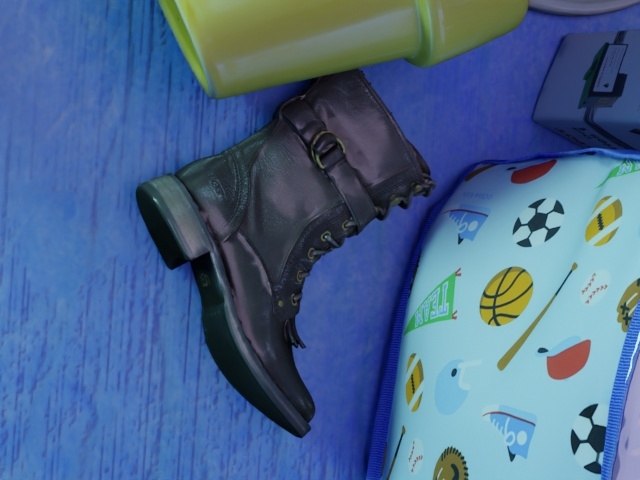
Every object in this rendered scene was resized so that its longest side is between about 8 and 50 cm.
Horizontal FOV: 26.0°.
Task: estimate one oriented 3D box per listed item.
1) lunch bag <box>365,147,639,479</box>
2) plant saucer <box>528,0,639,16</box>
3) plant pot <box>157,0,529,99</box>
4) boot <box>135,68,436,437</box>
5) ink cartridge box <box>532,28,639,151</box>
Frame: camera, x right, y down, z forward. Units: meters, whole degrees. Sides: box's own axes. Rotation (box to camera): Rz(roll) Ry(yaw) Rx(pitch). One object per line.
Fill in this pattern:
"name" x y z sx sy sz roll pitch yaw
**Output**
"lunch bag" 0.211 0.120 1.090 0.238 0.328 0.386 7 88 -30
"plant saucer" 0.239 -0.401 1.205 0.400 0.100 0.401 -1 92 -25
"plant pot" -0.007 -0.224 1.031 0.239 0.254 0.254 -26 103 -6
"boot" 0.000 0.000 1.116 0.229 0.091 0.263 -30 102 -20
"ink cartridge box" 0.310 -0.108 1.186 0.160 0.219 0.093 25 85 -23
